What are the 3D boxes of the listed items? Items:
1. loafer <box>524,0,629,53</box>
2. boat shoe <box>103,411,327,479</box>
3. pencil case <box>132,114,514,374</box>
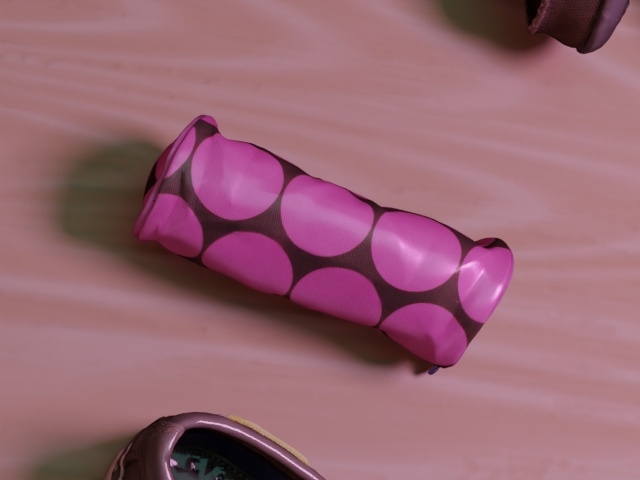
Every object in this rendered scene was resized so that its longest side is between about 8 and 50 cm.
[{"bbox_3d":[0.115,-0.284,1.027,0.130,0.134,0.365,-7,69,-9],"label":"loafer"},{"bbox_3d":[0.021,0.214,0.833,0.324,0.097,0.116,44,65,0],"label":"boat shoe"},{"bbox_3d":[0.000,0.000,0.904,0.209,0.098,0.095,25,111,-9],"label":"pencil case"}]
